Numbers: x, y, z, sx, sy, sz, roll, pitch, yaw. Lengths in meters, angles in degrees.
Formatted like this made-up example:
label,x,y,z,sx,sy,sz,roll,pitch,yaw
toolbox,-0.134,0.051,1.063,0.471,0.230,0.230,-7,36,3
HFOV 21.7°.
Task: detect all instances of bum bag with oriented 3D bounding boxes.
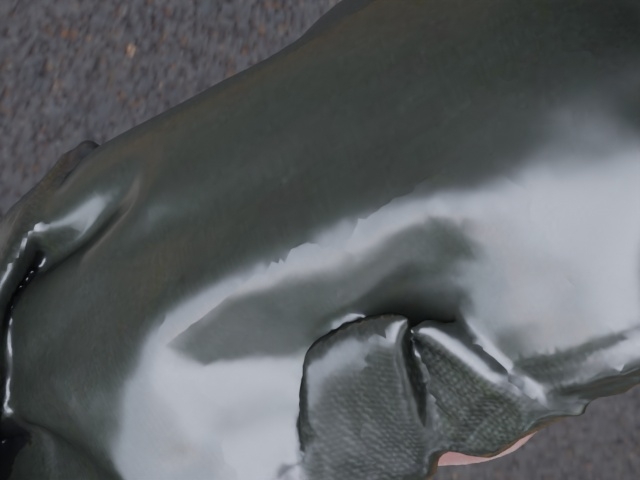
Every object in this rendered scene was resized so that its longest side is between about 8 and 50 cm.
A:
label,x,y,z,sx,sy,sz,roll,pitch,yaw
bum bag,0.007,0.001,0.447,0.326,0.142,0.079,-25,150,25

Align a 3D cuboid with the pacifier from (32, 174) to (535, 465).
label,x,y,z,sx,sy,sz,roll,pitch,yaw
pacifier,-0.015,0.030,0.998,0.332,0.273,0.220,27,113,-9
